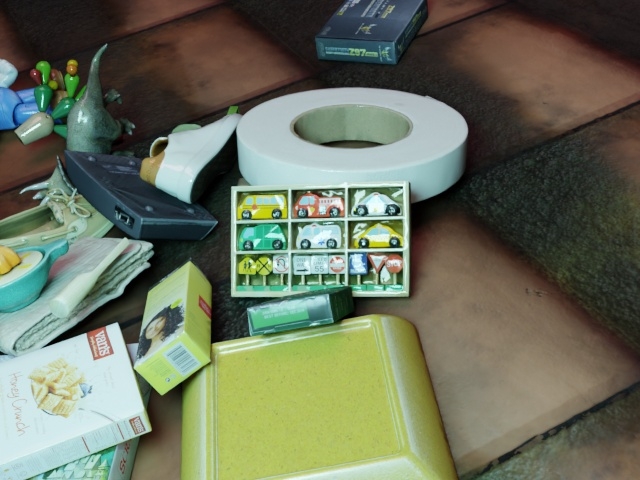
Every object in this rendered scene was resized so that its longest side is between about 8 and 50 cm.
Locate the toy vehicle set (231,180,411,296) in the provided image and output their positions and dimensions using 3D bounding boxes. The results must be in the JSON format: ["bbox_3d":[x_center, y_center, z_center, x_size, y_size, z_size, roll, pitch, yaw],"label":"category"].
[{"bbox_3d":[0.000,0.000,1.278,0.267,0.166,0.035,-1,-2,12],"label":"toy vehicle set"}]

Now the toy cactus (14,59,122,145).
[{"bbox_3d":[-0.510,-0.248,1.701,0.180,0.219,0.112,-38,8,-18],"label":"toy cactus"}]

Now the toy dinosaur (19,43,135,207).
[{"bbox_3d":[-0.410,-0.190,1.569,0.121,0.313,0.160,29,24,6],"label":"toy dinosaur"}]

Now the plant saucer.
[{"bbox_3d":[-0.019,0.216,1.071,0.332,0.081,0.333,-11,39,1],"label":"plant saucer"}]

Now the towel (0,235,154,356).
[{"bbox_3d":[-0.397,0.078,1.311,0.187,0.049,0.282,4,32,41],"label":"towel"}]

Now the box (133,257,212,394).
[{"bbox_3d":[-0.197,0.111,1.191,0.087,0.058,0.232,-36,21,7],"label":"box"}]

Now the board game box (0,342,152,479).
[{"bbox_3d":[-0.394,0.275,1.097,0.318,0.066,0.318,-6,39,6],"label":"board game box"}]

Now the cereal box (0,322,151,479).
[{"bbox_3d":[-0.344,0.206,1.077,0.240,0.047,0.173,-20,40,-12],"label":"cereal box"}]

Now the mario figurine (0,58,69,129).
[{"bbox_3d":[-0.676,-0.280,1.759,0.320,0.170,0.198,-16,12,-17],"label":"mario figurine"}]

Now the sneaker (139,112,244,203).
[{"bbox_3d":[-0.219,-0.167,1.519,0.123,0.106,0.290,20,28,8],"label":"sneaker"}]

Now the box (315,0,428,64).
[{"bbox_3d":[0.116,-0.468,1.897,0.183,0.059,0.233,10,43,22],"label":"box"}]

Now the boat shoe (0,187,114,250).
[{"bbox_3d":[-0.464,-0.021,1.459,0.285,0.089,0.104,-33,43,-26],"label":"boat shoe"}]

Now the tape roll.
[{"bbox_3d":[0.054,-0.165,1.467,0.392,0.072,0.392,0,28,0],"label":"tape roll"}]

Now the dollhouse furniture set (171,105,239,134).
[{"bbox_3d":[-0.229,-0.219,1.673,0.151,0.058,0.076,-1,39,12],"label":"dollhouse furniture set"}]

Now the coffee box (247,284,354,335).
[{"bbox_3d":[-0.022,0.092,1.167,0.113,0.040,0.184,-10,-2,12],"label":"coffee box"}]

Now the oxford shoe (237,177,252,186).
[{"bbox_3d":[-0.045,-0.045,1.424,0.212,0.076,0.076,10,73,20],"label":"oxford shoe"}]

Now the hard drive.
[{"bbox_3d":[-0.307,-0.074,1.454,0.172,0.054,0.254,1,27,-47],"label":"hard drive"}]

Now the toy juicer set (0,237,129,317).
[{"bbox_3d":[-0.442,0.064,1.204,0.329,0.089,0.209,-17,24,3],"label":"toy juicer set"}]
